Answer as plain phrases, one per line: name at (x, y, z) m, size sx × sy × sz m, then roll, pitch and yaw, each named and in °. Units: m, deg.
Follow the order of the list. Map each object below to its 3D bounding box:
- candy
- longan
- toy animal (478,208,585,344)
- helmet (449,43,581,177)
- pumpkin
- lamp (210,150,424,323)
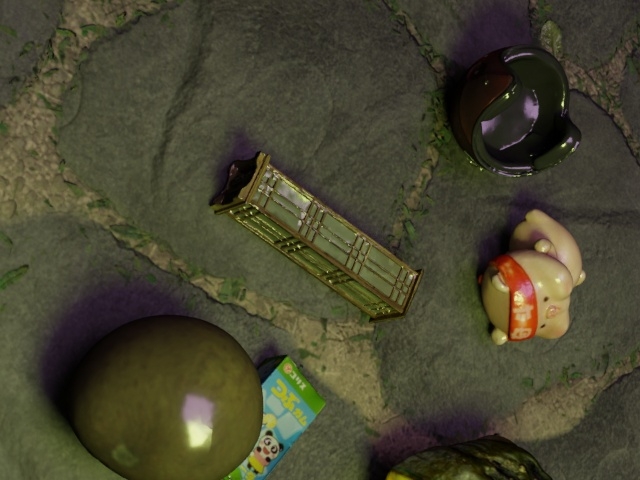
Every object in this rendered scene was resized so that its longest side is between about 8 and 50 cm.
candy at (-0.087, 0.258, 1.822) m, size 0.097 × 0.062 × 0.194 m, roll 51°, pitch 58°, yaw -15°
longan at (-0.195, 0.205, 1.659) m, size 0.248 × 0.248 × 0.248 m, roll 7°, pitch 77°, yaw -34°
toy animal at (0.335, 0.066, 2.094) m, size 0.171 × 0.171 × 0.197 m, roll 50°, pitch 51°, yaw -16°
helmet at (0.304, -0.205, 2.098) m, size 0.189 × 0.193 × 0.216 m, roll 36°, pitch 77°, yaw -28°
pumpkin at (0.219, 0.439, 1.884) m, size 0.225 × 0.256 × 0.303 m, roll -13°, pitch 73°, yaw -33°
lamp at (0.000, 0.000, 1.914) m, size 0.325 × 0.089 × 0.090 m, roll 35°, pitch 63°, yaw -25°
